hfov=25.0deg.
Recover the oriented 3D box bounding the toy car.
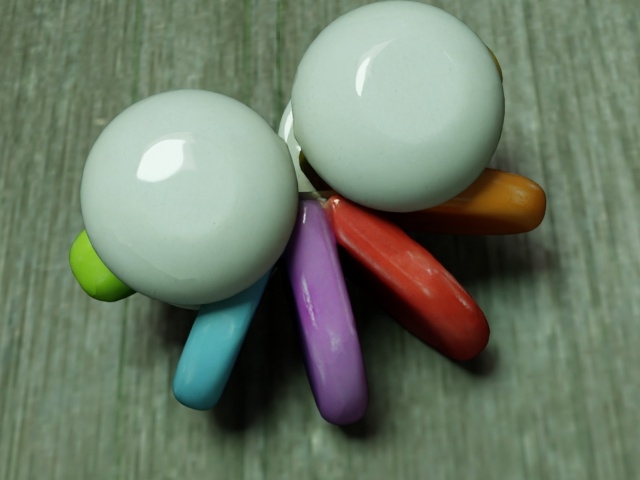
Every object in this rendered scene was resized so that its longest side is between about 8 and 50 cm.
[{"bbox_3d":[0.000,0.000,0.552,0.182,0.159,0.136,-24,88,-5],"label":"toy car"}]
